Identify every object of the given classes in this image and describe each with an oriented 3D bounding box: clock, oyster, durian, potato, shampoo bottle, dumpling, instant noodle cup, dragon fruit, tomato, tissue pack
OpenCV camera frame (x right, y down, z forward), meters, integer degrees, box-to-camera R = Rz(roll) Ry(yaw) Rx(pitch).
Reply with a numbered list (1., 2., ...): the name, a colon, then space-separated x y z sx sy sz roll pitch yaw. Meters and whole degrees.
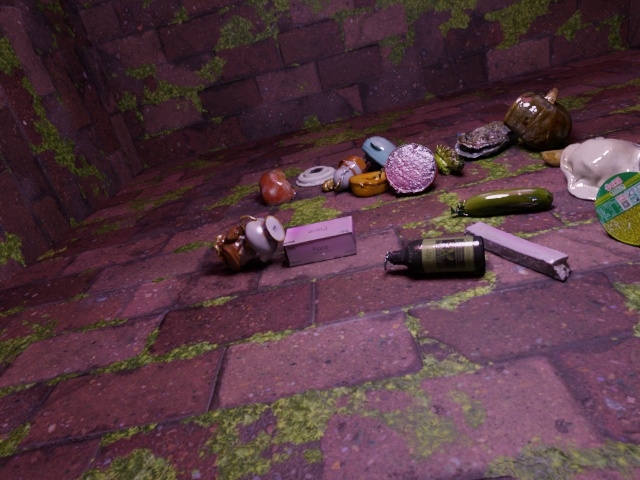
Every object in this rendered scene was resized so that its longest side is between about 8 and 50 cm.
1. clock: -0.022 -0.352 2.374 0.237 0.053 0.236 -13 24 6
2. oyster: 0.799 -0.471 2.087 0.351 0.158 0.162 -16 66 -19
3. durian: 0.565 -0.365 1.990 0.107 0.132 0.375 1 21 4
4. potato: 0.937 -0.328 1.777 0.096 0.066 0.103 -17 16 -40
5. shampoo bottle: 0.327 0.045 1.294 0.284 0.101 0.101 -4 27 23
6. dumpling: 0.953 -0.230 1.504 0.242 0.187 0.318 -59 23 -1
7. instant noodle cup: 0.918 -0.108 1.208 0.233 0.207 0.207 -16 23 -23
8. dragon fruit: 0.389 -0.295 1.907 0.223 0.218 0.148 -49 -13 11
9. tomato: -0.221 -0.277 2.218 0.181 0.155 0.214 -21 27 -4
10. tissue pack: 0.000 0.000 1.579 0.247 0.092 0.148 -12 24 8

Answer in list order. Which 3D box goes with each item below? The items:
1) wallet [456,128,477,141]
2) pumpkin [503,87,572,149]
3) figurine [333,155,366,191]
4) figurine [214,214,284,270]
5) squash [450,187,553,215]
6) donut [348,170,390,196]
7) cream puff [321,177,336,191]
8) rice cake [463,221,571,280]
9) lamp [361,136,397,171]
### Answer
1. wallet: 0.806 -0.527 2.271 0.202 0.059 0.141 -13 31 9
2. pumpkin: 0.983 -0.526 1.935 0.325 0.242 0.232 -12 49 -42
3. figurine: 0.136 -0.308 2.113 0.143 0.143 0.271 -4 40 23
4. figurine: -0.261 0.010 1.595 0.264 0.189 0.142 -27 15 26
5. squash: 0.614 -0.132 1.525 0.332 0.087 0.087 -6 26 22
6. donut: 0.224 -0.254 2.008 0.190 0.074 0.174 -17 23 -18
7. cream puff: 0.046 -0.272 2.158 0.083 0.058 0.083 -5 25 25
8. rice cake: 0.551 0.020 1.277 0.073 0.056 0.365 -25 26 -15
9. lamp: 0.294 -0.417 2.176 0.147 0.209 0.284 -52 9 -7
